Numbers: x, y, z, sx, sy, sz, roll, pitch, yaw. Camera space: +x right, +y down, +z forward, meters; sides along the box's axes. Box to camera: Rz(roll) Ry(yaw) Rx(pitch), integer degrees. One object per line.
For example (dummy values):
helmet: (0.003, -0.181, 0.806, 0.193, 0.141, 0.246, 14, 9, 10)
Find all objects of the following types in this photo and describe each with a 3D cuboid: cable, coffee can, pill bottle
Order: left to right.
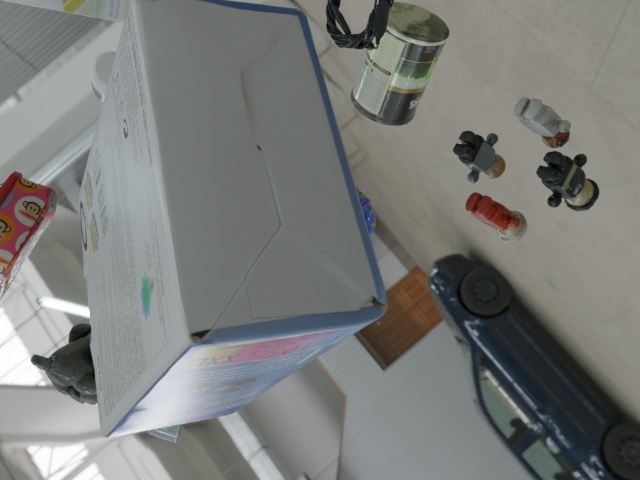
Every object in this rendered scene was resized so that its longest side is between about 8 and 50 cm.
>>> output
pill bottle: (-0.490, -0.384, 1.503, 0.108, 0.108, 0.193, 50, 168, -13)
cable: (0.074, -0.466, 1.227, 0.150, 0.047, 0.185, 24, 119, 38)
coffee can: (0.217, -0.493, 1.784, 0.201, 0.201, 0.275, 50, 142, 27)

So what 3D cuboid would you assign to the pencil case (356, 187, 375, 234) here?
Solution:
pencil case: (0.000, 0.000, 1.087, 0.119, 0.133, 0.306, 59, -147, -9)

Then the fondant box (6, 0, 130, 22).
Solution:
fondant box: (-0.536, -0.588, 1.262, 0.330, 0.238, 0.096, 2, -153, -27)

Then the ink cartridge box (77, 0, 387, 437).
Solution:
ink cartridge box: (-0.126, 0.015, 0.587, 0.395, 0.151, 0.270, -42, 55, 52)

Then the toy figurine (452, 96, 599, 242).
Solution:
toy figurine: (0.360, -0.123, 1.122, 0.148, 0.213, 0.210, 25, -135, -40)

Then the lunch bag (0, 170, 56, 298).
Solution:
lunch bag: (-0.667, 0.021, 1.319, 0.120, 0.258, 0.293, 28, 144, -19)

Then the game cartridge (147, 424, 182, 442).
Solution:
game cartridge: (-0.244, 0.278, 1.001, 0.056, 0.083, 0.017, 20, -159, 4)

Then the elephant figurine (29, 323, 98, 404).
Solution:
elephant figurine: (-0.564, 0.275, 1.594, 0.169, 0.239, 0.186, 21, 144, 9)
